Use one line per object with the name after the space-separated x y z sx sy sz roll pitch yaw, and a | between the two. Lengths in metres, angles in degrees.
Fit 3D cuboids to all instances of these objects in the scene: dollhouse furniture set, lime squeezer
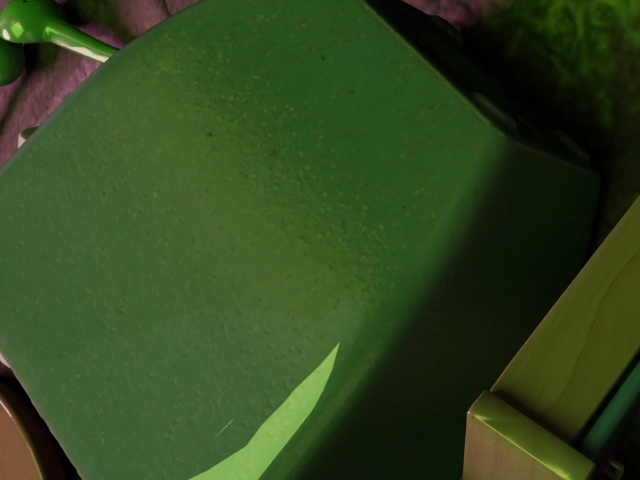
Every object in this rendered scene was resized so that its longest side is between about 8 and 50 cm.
0.237 0.127 0.474 0.303 0.198 0.286 34 159 22 | dollhouse furniture set
-0.243 -0.143 0.945 0.310 0.059 0.110 -16 117 42 | lime squeezer

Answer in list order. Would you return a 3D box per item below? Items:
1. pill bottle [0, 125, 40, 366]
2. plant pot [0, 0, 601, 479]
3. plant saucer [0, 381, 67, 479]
-0.198 0.006 0.881 0.108 0.108 0.180 21 112 39 | pill bottle
0.000 0.000 0.610 0.248 0.247 0.252 48 110 25 | plant pot
-0.320 0.253 1.094 0.278 0.041 0.278 10 104 42 | plant saucer
